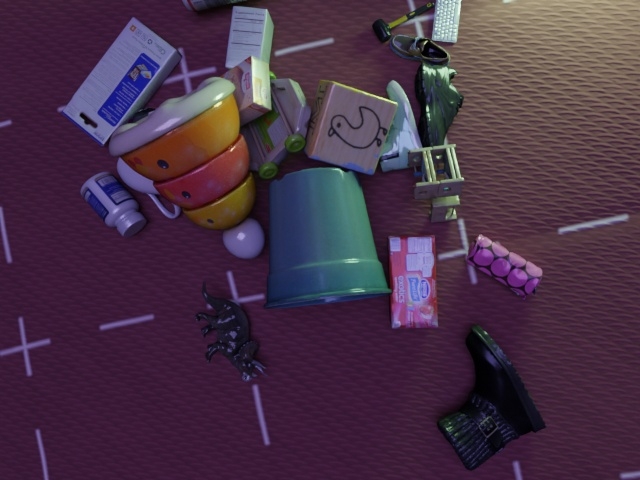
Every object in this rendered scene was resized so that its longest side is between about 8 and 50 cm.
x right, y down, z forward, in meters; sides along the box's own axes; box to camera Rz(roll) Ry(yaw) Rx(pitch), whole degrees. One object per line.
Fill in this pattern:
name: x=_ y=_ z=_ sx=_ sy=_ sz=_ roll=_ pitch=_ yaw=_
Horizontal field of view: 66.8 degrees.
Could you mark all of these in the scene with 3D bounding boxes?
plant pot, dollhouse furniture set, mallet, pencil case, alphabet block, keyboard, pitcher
plant pot: x=0.000 y=0.000 z=1.307 sx=0.342 sy=0.341 sz=0.333 roll=-8 pitch=80 yaw=6
dollhouse furniture set: x=0.314 y=-0.152 z=1.356 sx=0.129 sy=0.183 sz=0.129 roll=-6 pitch=58 yaw=5
mallet: x=0.249 y=-0.642 z=1.423 sx=0.190 sy=0.039 sz=0.062 roll=-20 pitch=86 yaw=1
pencil case: x=0.508 y=0.072 z=1.357 sx=0.209 sy=0.095 sz=0.098 roll=32 pitch=109 yaw=8
alphabet block: x=0.070 y=-0.308 z=1.313 sx=0.193 sy=0.193 sz=0.197 roll=13 pitch=107 yaw=-15
keyboard: x=0.375 y=-0.709 z=1.419 sx=0.072 sy=0.014 sz=0.255 roll=6 pitch=90 yaw=6
pitcher: x=-0.500 y=-0.171 z=1.455 sx=0.207 sy=0.125 sz=0.177 roll=27 pitch=123 yaw=9

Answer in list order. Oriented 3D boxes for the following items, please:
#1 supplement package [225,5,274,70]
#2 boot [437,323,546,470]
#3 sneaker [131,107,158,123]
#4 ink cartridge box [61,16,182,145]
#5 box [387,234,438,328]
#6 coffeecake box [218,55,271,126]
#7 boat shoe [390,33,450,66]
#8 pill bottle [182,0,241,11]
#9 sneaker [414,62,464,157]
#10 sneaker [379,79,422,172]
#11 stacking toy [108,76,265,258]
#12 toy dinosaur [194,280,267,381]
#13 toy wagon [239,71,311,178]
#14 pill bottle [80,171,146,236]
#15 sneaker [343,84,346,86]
supplement package: x=-0.207 y=-0.576 z=1.431 sx=0.105 sy=0.105 sz=0.179 roll=8 pitch=89 yaw=6
boot: x=0.425 y=0.433 z=1.335 sx=0.260 sy=0.131 sz=0.347 roll=-29 pitch=87 yaw=5
sneaker: x=-0.506 y=-0.365 z=1.460 sx=0.234 sy=0.078 sz=0.106 roll=-31 pitch=79 yaw=19
ink cartridge box: x=-0.610 y=-0.481 z=1.492 sx=0.176 sy=0.069 sz=0.370 roll=39 pitch=90 yaw=5
box: x=0.255 y=0.113 z=1.362 sx=0.128 sy=0.122 sz=0.256 roll=-2 pitch=89 yaw=6
coffeecake box: x=-0.227 y=-0.408 z=1.368 sx=0.186 sy=0.068 sz=0.142 roll=-15 pitch=74 yaw=39
boat shoe: x=0.289 y=-0.557 z=1.399 sx=0.183 sy=0.066 sz=0.066 roll=21 pitch=91 yaw=6
pill bottle: x=-0.269 y=-0.780 z=1.413 sx=0.284 sy=0.161 sz=0.161 roll=-10 pitch=88 yaw=6
sneaker: x=0.343 y=-0.364 z=1.376 sx=0.130 sy=0.109 sz=0.285 roll=-3 pitch=93 yaw=-4
sneaker: x=0.193 y=-0.323 z=1.392 sx=0.151 sy=0.094 sz=0.255 roll=-17 pitch=86 yaw=8
stacking toy: x=-0.282 y=-0.149 z=1.292 sx=0.351 sy=0.350 sz=0.479 roll=-27 pitch=113 yaw=5
toy dinosaur: x=-0.272 y=0.265 z=1.435 sx=0.161 sy=0.121 sz=0.313 roll=-16 pitch=83 yaw=-7
toy wagon: x=-0.172 y=-0.304 z=1.397 sx=0.344 sy=0.068 sz=0.267 roll=-40 pitch=59 yaw=31
pill bottle: x=-0.618 y=-0.105 z=1.462 sx=0.112 sy=0.112 sz=0.186 roll=-42 pitch=85 yaw=4
sneaker: x=0.074 y=-0.385 z=1.430 sx=0.070 sy=0.051 sz=0.134 roll=16 pitch=84 yaw=-8
